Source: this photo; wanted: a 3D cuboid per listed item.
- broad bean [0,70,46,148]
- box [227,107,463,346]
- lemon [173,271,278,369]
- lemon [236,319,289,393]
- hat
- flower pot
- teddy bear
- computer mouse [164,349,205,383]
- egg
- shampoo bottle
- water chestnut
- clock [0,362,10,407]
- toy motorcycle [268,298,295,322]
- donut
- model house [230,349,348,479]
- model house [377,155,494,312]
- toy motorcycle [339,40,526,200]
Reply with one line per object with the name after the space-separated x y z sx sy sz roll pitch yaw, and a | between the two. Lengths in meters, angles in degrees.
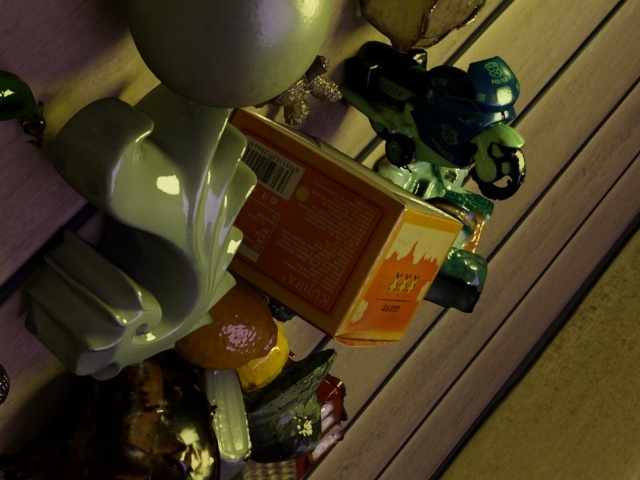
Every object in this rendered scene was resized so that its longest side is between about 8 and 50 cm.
-0.371 -0.079 1.344 0.292 0.049 0.144 -42 154 -35 | broad bean
0.000 -0.012 1.904 0.214 0.283 0.259 -60 158 6 | box
-0.143 0.110 1.928 0.142 0.187 0.142 -49 -155 31 | lemon
-0.116 0.179 2.140 0.155 0.114 0.114 -39 154 -16 | lemon
-0.066 0.282 2.162 0.265 0.128 0.265 -25 -179 0 | hat
-0.205 -0.017 1.630 0.254 0.164 0.368 -27 145 -43 | flower pot
-0.036 -0.212 1.852 0.119 0.078 0.160 -26 170 14 | teddy bear
-0.174 0.183 2.040 0.105 0.062 0.192 11 116 -32 | computer mouse
-0.096 -0.281 1.444 0.218 0.218 0.296 -35 136 -44 | egg
-0.194 0.307 2.039 0.071 0.153 0.284 4 150 -32 | shampoo bottle
-0.274 0.288 1.819 0.300 0.300 0.300 -46 155 -28 | water chestnut
-0.433 0.179 1.490 0.195 0.100 0.194 -51 156 -21 | clock
0.000 0.000 2.167 0.159 0.106 0.270 -13 127 -53 | toy motorcycle
0.187 -0.447 1.933 0.259 0.136 0.345 -35 150 -48 | donut
-0.093 0.333 2.337 0.254 0.160 0.196 -42 154 -29 | model house
0.190 -0.057 2.354 0.184 0.253 0.291 100 11 -69 | model house
0.173 -0.191 1.982 0.125 0.331 0.196 -17 125 -36 | toy motorcycle
